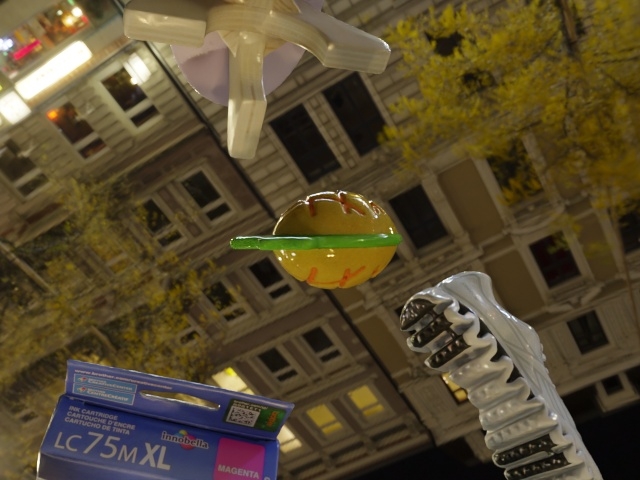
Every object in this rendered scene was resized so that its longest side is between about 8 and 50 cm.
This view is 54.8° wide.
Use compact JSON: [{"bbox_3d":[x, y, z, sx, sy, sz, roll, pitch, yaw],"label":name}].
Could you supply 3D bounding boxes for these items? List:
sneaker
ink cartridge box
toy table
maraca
[{"bbox_3d":[0.217,0.159,0.674,0.118,0.292,0.110,-29,171,-38],"label":"sneaker"},{"bbox_3d":[-0.154,0.235,0.549,0.065,0.186,0.311,-89,-161,-52],"label":"ink cartridge box"},{"bbox_3d":[-0.068,-0.234,0.623,0.252,0.274,0.161,-7,-138,-13],"label":"toy table"},{"bbox_3d":[0.000,0.000,0.613,0.186,0.099,0.127,-3,180,-44],"label":"maraca"}]
